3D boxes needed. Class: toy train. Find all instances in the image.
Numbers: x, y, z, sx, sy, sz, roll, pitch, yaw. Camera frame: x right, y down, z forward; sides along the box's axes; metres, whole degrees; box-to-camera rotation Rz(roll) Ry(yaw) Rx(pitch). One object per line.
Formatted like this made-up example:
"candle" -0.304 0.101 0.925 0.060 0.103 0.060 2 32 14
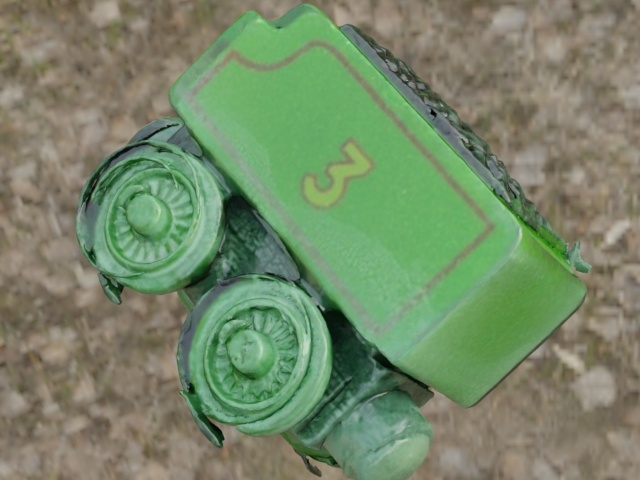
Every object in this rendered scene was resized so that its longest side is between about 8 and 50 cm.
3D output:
"toy train" 0.000 0.000 0.877 0.188 0.132 0.243 -45 59 6
